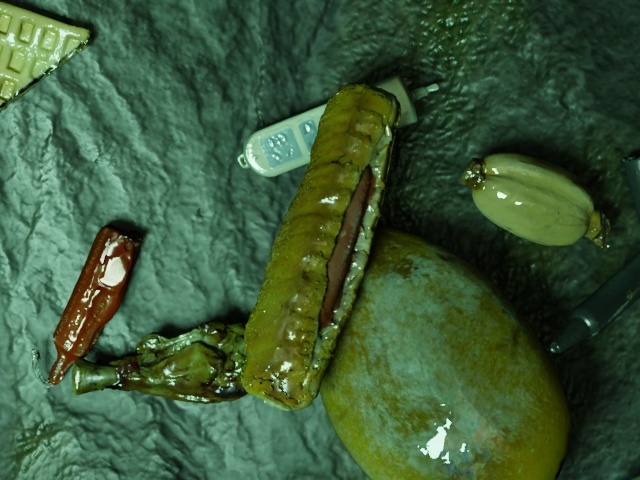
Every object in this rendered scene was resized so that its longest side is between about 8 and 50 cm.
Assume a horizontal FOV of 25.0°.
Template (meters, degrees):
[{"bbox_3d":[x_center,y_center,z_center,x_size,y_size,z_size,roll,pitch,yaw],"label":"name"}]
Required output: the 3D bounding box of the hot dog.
[{"bbox_3d":[-0.001,0.000,1.211,0.083,0.068,0.289,10,79,35],"label":"hot dog"}]

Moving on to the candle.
[{"bbox_3d":[-0.210,0.061,1.288,0.053,0.048,0.162,29,96,26],"label":"candle"}]

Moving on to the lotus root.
[{"bbox_3d":[0.193,-0.036,1.280,0.150,0.062,0.073,23,72,-10],"label":"lotus root"}]

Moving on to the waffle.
[{"bbox_3d":[-0.272,-0.131,1.281,0.097,0.023,0.152,22,93,-2],"label":"waffle"}]

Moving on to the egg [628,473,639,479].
[{"bbox_3d":[0.319,0.258,1.283,0.152,0.114,0.114,5,95,-2],"label":"egg"}]

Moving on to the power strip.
[{"bbox_3d":[0.016,-0.103,1.286,0.191,0.030,0.047,-22,96,1],"label":"power strip"}]

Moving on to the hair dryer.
[{"bbox_3d":[0.258,0.023,1.251,0.195,0.050,0.173,-20,95,-35],"label":"hair dryer"}]

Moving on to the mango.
[{"bbox_3d":[0.086,0.108,1.257,0.193,0.146,0.316,-41,75,6],"label":"mango"}]

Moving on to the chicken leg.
[{"bbox_3d":[-0.132,0.108,1.278,0.178,0.070,0.093,-6,136,1],"label":"chicken leg"}]
